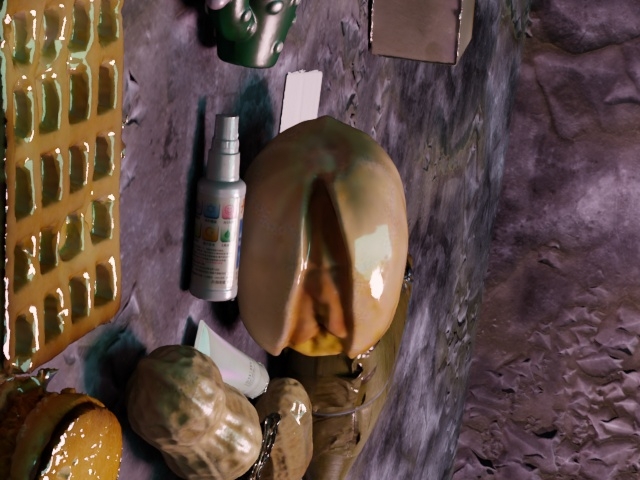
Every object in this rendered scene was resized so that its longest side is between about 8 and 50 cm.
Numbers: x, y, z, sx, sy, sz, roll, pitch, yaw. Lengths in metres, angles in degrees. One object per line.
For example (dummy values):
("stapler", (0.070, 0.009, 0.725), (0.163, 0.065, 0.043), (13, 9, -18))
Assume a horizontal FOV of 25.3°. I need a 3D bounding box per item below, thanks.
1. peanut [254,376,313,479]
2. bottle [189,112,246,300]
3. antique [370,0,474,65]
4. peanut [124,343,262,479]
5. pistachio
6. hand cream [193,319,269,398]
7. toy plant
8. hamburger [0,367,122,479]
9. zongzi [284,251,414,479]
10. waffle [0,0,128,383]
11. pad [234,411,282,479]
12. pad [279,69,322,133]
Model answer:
("peanut", (-0.055, 0.279, 1.996), (0.093, 0.083, 0.194), (-39, 140, -50))
("bottle", (-0.116, -0.039, 1.647), (0.060, 0.060, 0.217), (-37, 135, -66))
("antique", (0.164, -0.373, 2.222), (0.148, 0.146, 0.152), (-55, 152, -57))
("peanut", (-0.139, 0.197, 1.583), (0.120, 0.136, 0.298), (-62, 159, -16))
("pistachio", (0.000, 0.000, 1.782), (0.230, 0.230, 0.309), (-40, 133, -65))
("hand cream", (-0.120, 0.156, 1.777), (0.205, 0.050, 0.078), (40, 62, -67))
("toy plant", (-0.061, -0.314, 1.571), (0.232, 0.112, 0.243), (50, 58, -75))
("hamburger", (-0.254, 0.219, 1.249), (0.191, 0.118, 0.182), (77, 31, -46))
("zongzi", (0.047, 0.206, 2.153), (0.323, 0.160, 0.360), (-52, 148, -55))
("waffle", (-0.242, -0.064, 1.163), (0.224, 0.098, 0.328), (-41, 137, -66))
("pad", (-0.111, 0.315, 1.773), (0.233, 0.022, 0.174), (133, -23, -63))
("pad", (-0.034, -0.121, 1.963), (0.156, 0.004, 0.232), (-20, 119, -70))
